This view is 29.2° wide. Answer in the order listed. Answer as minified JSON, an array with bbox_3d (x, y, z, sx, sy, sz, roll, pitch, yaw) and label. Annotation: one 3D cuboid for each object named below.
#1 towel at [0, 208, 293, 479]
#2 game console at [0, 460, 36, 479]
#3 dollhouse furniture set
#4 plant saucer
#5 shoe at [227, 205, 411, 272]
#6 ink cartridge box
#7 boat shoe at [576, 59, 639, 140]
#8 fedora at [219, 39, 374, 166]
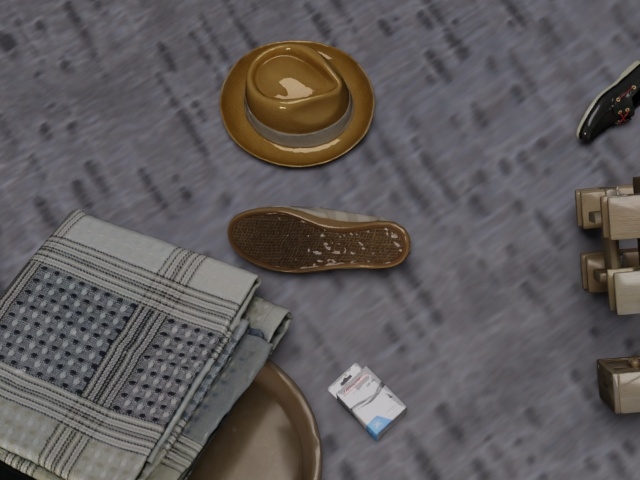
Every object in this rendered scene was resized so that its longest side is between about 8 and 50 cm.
[{"bbox_3d":[-0.232,0.126,1.353,0.324,0.056,0.312,22,58,20],"label":"towel"},{"bbox_3d":[-0.330,0.249,1.357,0.122,0.071,0.107,19,48,26],"label":"game console"},{"bbox_3d":[0.378,0.051,1.316,0.161,0.212,0.242,-5,94,3],"label":"dollhouse furniture set"},{"bbox_3d":[-0.135,0.246,1.354,0.277,0.041,0.278,-2,67,4],"label":"plant saucer"},{"bbox_3d":[0.000,0.000,1.444,0.219,0.058,0.077,6,99,10],"label":"shoe"},{"bbox_3d":[0.051,0.176,1.376,0.048,0.028,0.083,-42,71,-13],"label":"ink cartridge box"},{"bbox_3d":[0.361,-0.164,1.486,0.133,0.049,0.042,-42,63,-18],"label":"boat shoe"},{"bbox_3d":[-0.030,-0.183,1.503,0.194,0.079,0.194,-1,68,3],"label":"fedora"}]
